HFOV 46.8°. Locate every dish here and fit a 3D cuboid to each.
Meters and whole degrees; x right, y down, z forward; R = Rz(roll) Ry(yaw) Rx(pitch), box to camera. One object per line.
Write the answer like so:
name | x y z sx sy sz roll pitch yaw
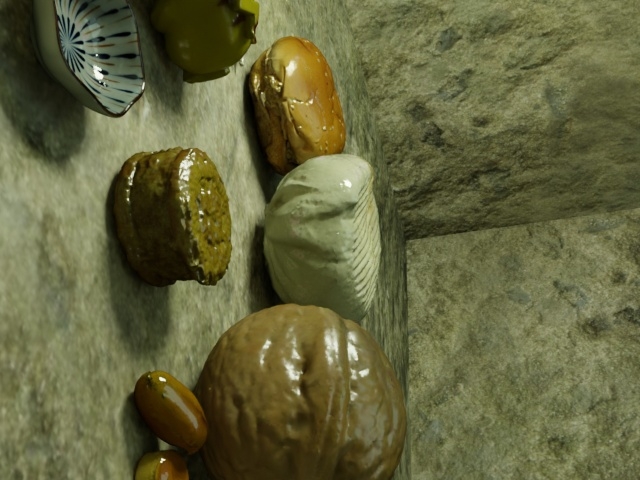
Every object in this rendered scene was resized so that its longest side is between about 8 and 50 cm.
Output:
dish | -0.271 -0.225 0.826 0.190 0.066 0.191 -10 90 -74

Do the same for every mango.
mango | -0.184 0.207 0.911 0.063 0.077 0.127 -52 123 -39

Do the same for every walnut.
walnut | -0.029 0.251 1.058 0.333 0.332 0.333 -8 90 -77

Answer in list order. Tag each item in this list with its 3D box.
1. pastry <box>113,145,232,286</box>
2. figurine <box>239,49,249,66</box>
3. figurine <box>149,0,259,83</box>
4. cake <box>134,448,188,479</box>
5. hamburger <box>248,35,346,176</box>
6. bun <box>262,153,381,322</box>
pastry | -0.188 -0.029 0.973 0.188 0.103 0.189 -7 90 -77
figurine | -0.156 -0.400 1.471 0.064 0.047 0.109 69 26 -68
figurine | -0.184 -0.384 1.065 0.327 0.169 0.218 66 16 -52
cake | -0.191 0.296 0.899 0.084 0.044 0.084 -7 90 -75
hamburger | -0.050 -0.288 1.589 0.314 0.170 0.290 -65 138 -65
bun | 0.000 0.000 1.484 0.365 0.219 0.365 4 90 -75
